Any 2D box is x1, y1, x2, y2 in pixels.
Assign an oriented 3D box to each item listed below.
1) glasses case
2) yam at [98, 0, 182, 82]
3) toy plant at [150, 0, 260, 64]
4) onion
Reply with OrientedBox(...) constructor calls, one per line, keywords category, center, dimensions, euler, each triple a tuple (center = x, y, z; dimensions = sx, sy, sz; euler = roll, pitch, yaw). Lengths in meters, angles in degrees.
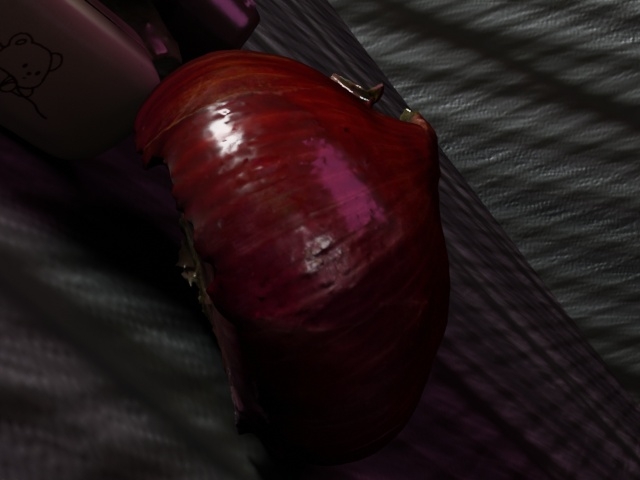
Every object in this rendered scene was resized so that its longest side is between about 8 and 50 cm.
OrientedBox(category="glasses case", center=(-0.164, -0.109, 0.642), dimensions=(0.196, 0.083, 0.050), euler=(34, 23, -51))
OrientedBox(category="yam", center=(-0.213, -0.251, 0.855), dimensions=(0.371, 0.083, 0.083), euler=(56, 13, 17))
OrientedBox(category="toy plant", center=(-0.142, -0.209, 0.951), dimensions=(0.200, 0.105, 0.143), euler=(39, 7, -9))
OrientedBox(category="onion", center=(-0.009, 0.007, 0.678), dimensions=(0.248, 0.161, 0.248), euler=(-9, 90, -79))
